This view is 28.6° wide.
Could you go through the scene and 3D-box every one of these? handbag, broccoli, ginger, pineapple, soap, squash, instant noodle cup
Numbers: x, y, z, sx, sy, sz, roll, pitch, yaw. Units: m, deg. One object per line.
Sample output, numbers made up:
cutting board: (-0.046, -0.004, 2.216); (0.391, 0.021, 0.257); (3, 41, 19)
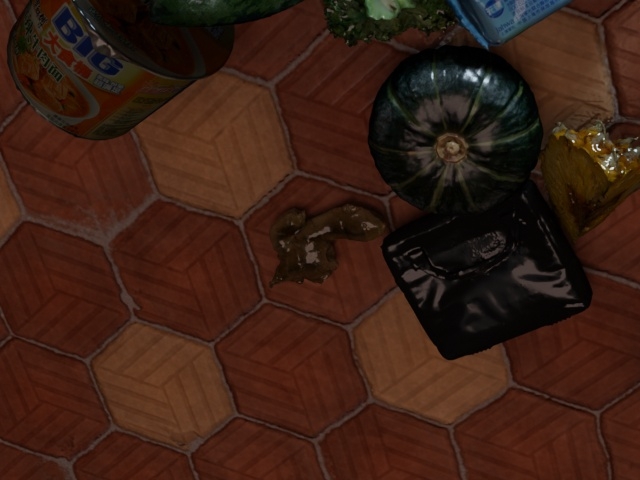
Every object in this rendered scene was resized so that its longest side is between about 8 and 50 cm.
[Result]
handbag: (0.258, 0.044, 1.945); (0.275, 0.088, 0.244); (-23, 109, 28)
broccoli: (0.089, -0.335, 1.712); (0.219, 0.194, 0.194); (18, 122, -2)
ginger: (0.009, 0.007, 2.005); (0.214, 0.059, 0.133); (-8, 109, 16)
pineapple: (0.406, -0.119, 1.806); (0.164, 0.250, 0.140); (-33, 73, -4)
soap: (0.296, -0.381, 1.667); (0.293, 0.077, 0.156); (-30, 113, 10)
squash: (0.191, -0.158, 1.802); (0.252, 0.165, 0.252); (4, 117, 9)
instant noodle cup: (-0.297, -0.293, 1.798); (0.296, 0.296, 0.214); (43, 130, -11)

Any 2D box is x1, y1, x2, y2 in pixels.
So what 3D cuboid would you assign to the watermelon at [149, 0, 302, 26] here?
watermelon: (-0.125, -0.452, 1.657); (0.283, 0.293, 0.250); (-3, 135, -35)
